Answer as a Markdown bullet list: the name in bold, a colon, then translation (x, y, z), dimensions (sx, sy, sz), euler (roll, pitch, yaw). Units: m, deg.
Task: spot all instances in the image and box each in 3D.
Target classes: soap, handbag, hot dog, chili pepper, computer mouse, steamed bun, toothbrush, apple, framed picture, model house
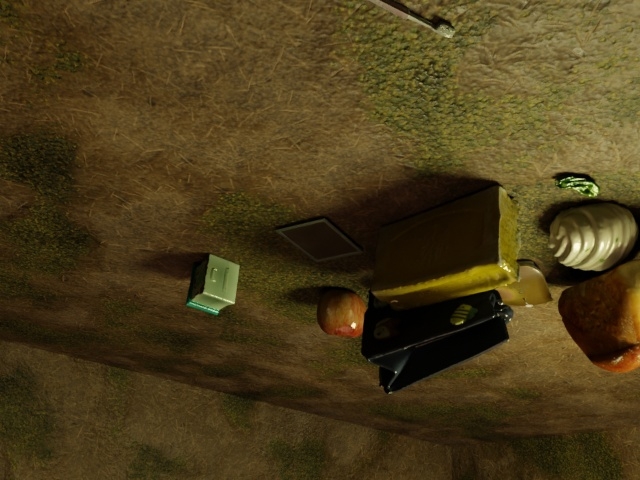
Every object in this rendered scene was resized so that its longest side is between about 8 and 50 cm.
- **soap**: translation (0.255, 0.022, 1.253), dimensions (0.315, 0.199, 0.091), euler (-19, 137, 41)
- **handbag**: translation (0.255, 0.160, 1.352), dimensions (0.329, 0.303, 0.122), euler (-27, 111, 19)
- **hot dog**: translation (0.691, 0.169, 1.321), dimensions (0.185, 0.223, 0.405), euler (-12, 165, -3)
- **chili pepper**: translation (0.494, -0.105, 1.144), dimensions (0.091, 0.030, 0.034), euler (13, 176, -10)
- **computer mouse**: translation (0.524, 0.125, 1.546), dimensions (0.126, 0.056, 0.245), euler (-8, 151, 25)
- **steamed bun**: translation (0.566, 0.003, 1.253), dimensions (0.183, 0.106, 0.183), euler (3, 151, 2)
- **toothbrush**: translation (0.103, -0.320, 0.822), dimensions (0.194, 0.014, 0.017), euler (16, 151, -19)
- **apple**: translation (0.060, 0.208, 1.706), dimensions (0.146, 0.131, 0.146), euler (5, 167, 1)
- **framed picture**: translation (0.000, 0.000, 1.448), dimensions (0.142, 0.011, 0.183), euler (-13, 147, 31)
- **model house**: translation (-0.300, 0.125, 1.614), dimensions (0.100, 0.127, 0.149), euler (23, 143, -29)
